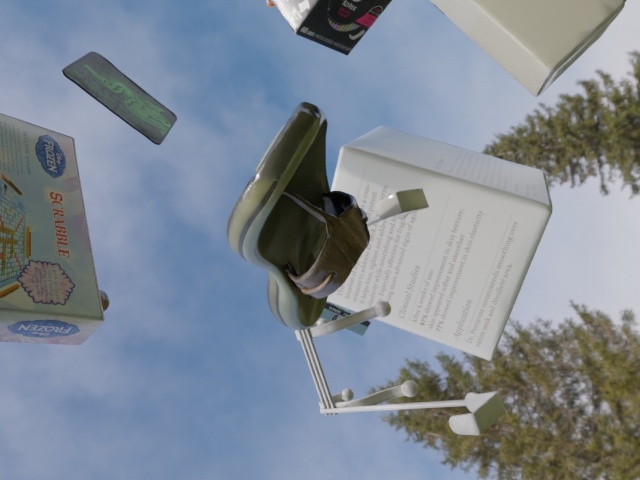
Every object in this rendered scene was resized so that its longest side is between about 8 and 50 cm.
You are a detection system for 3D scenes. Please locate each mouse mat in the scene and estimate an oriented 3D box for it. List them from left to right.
[{"bbox_3d":[-0.346,-0.255,0.936,0.189,0.007,0.153,39,-156,-22],"label":"mouse mat"}]

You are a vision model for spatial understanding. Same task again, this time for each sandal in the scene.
[{"bbox_3d":[0.001,-0.001,0.445,0.120,0.086,0.303,-62,-17,-21],"label":"sandal"}]

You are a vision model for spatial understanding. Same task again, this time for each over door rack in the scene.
[{"bbox_3d":[0.069,0.093,0.640,0.108,0.324,0.240,-18,-94,-31],"label":"over door rack"}]

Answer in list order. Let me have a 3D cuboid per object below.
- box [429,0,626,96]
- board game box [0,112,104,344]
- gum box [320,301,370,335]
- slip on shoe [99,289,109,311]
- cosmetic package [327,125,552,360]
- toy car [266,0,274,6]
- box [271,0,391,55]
[{"bbox_3d":[0.201,-0.309,0.621,0.275,0.113,0.094,48,-174,10],"label":"box"},{"bbox_3d":[-0.428,-0.041,0.597,0.317,0.066,0.319,17,-140,-47],"label":"board game box"},{"bbox_3d":[0.011,0.140,1.232,0.156,0.184,0.041,28,-84,-30],"label":"gum box"},{"bbox_3d":[-0.352,0.090,0.807,0.041,0.135,0.052,28,-112,-25],"label":"slip on shoe"},{"bbox_3d":[0.232,-0.021,1.123,0.327,0.393,0.330,-44,-29,-62],"label":"cosmetic package"},{"bbox_3d":[-0.135,-0.525,1.102,0.040,0.121,0.060,68,-147,-69],"label":"toy car"},{"bbox_3d":[0.051,-0.480,0.895,0.165,0.270,0.143,-5,-124,-52],"label":"box"}]
